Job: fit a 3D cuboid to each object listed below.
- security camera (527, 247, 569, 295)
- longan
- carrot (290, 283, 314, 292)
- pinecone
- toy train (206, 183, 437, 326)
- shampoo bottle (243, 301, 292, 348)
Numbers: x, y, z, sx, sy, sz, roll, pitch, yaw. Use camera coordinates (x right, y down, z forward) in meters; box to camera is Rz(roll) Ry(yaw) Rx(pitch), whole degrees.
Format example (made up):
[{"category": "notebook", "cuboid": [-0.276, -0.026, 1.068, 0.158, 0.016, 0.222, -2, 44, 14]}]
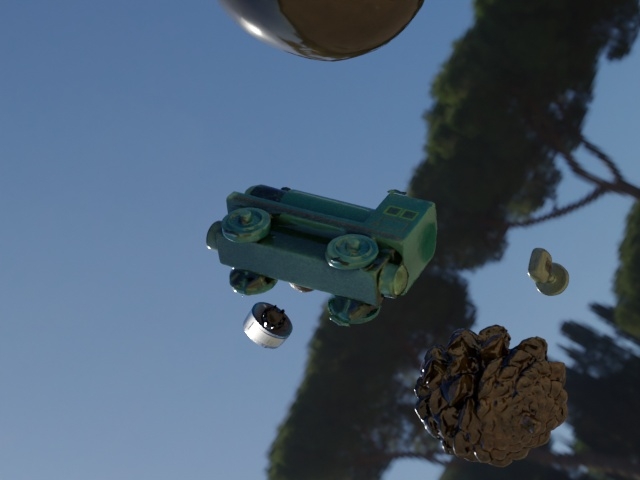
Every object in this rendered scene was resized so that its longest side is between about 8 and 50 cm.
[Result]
[{"category": "security camera", "cuboid": [0.344, 0.047, 1.948, 0.058, 0.058, 0.092, -59, -30, -2]}, {"category": "longan", "cuboid": [0.012, -0.222, 0.913, 0.159, 0.204, 0.185, 36, -139, -81]}, {"category": "carrot", "cuboid": [-0.037, 0.052, 2.114, 0.055, 0.055, 0.161, -59, -16, -2]}, {"category": "pinecone", "cuboid": [0.263, 0.250, 2.058, 0.243, 0.257, 0.243, 5, -97, -45]}, {"category": "toy train", "cuboid": [0.000, 0.000, 1.733, 0.194, 0.298, 0.120, -49, -36, -45]}, {"category": "shampoo bottle", "cuboid": [-0.098, 0.158, 2.392, 0.050, 0.087, 0.183, -52, -1, -18]}]
